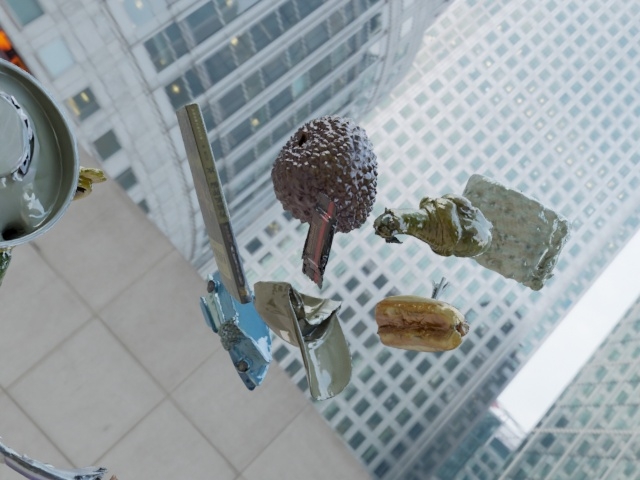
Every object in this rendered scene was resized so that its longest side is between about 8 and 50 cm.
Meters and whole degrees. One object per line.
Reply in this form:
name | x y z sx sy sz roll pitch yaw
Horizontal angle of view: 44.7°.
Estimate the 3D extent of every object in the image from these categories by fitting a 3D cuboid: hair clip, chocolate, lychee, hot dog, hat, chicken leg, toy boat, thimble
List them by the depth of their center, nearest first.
hair clip | -0.364 0.311 1.056 0.116 0.049 0.172 9 -22 32
hat | -0.039 0.156 1.212 0.144 0.173 0.166 0 -16 33
chicken leg | 0.180 -0.028 1.245 0.228 0.103 0.088 9 -9 -24
hot dog | 0.177 0.146 1.385 0.249 0.076 0.102 -9 -87 60
toy boat | -0.157 0.168 1.440 0.109 0.098 0.237 16 37 -46
chocolate | 0.000 0.000 1.508 0.086 0.028 0.182 39 -57 51
lychee | 0.023 -0.134 1.741 0.271 0.271 0.271 38 -25 21
hair clip | 0.255 0.136 1.795 0.030 0.115 0.039 46 -26 -25
thimble | 0.449 -0.023 1.845 0.292 0.195 0.291 24 9 -4

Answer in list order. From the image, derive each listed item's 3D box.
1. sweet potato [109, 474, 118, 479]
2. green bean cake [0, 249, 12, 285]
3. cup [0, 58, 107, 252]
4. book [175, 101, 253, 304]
sweet potato | -0.241 0.319 0.936 0.095 0.034 0.034 46 -15 54
green bean cake | -0.508 -0.020 1.009 0.214 0.200 0.113 12 -40 -24
cup | -0.351 -0.061 0.791 0.226 0.241 0.185 -16 -106 42
book | -0.127 -0.047 0.918 0.160 0.024 0.228 -153 -131 -74
